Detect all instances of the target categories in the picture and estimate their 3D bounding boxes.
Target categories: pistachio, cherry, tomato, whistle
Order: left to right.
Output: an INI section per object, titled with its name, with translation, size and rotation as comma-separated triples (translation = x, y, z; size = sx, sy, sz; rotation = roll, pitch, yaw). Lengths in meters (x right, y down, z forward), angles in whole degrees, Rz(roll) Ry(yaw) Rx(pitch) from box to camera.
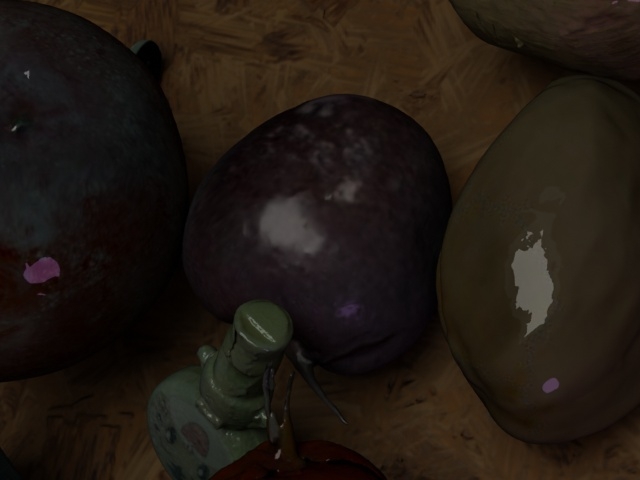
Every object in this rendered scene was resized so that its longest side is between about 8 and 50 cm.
[tomato]
translation = -0.261, -0.043, 1.162
size = 0.316, 0.282, 0.317
rotation = 7, 70, -21
[whistle]
translation = -0.073, 0.131, 1.123
size = 0.126, 0.258, 0.067
rotation = 44, 53, 16
[cherry]
translation = 0.000, 0.000, 1.147
size = 0.213, 0.183, 0.266
rotation = 26, 70, -1
[pistachio]
translation = 0.191, 0.014, 1.082
size = 0.197, 0.166, 0.288
rotation = 20, 72, 2

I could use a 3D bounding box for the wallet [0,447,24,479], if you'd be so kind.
[wallet]
translation = -0.211, 0.282, 1.127
size = 0.046, 0.191, 0.379
rotation = -28, 57, -22

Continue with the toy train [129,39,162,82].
[toy train]
translation = -0.209, -0.084, 1.348
size = 0.051, 0.052, 0.234
rotation = 9, 74, 30

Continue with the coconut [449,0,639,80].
[coconut]
translation = 0.242, -0.272, 1.101
size = 0.254, 0.297, 0.297
rotation = 22, 80, 31

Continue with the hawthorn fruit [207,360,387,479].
[hawthorn fruit]
translation = -0.021, 0.235, 1.034
size = 0.211, 0.211, 0.299
rotation = -9, 93, 19
